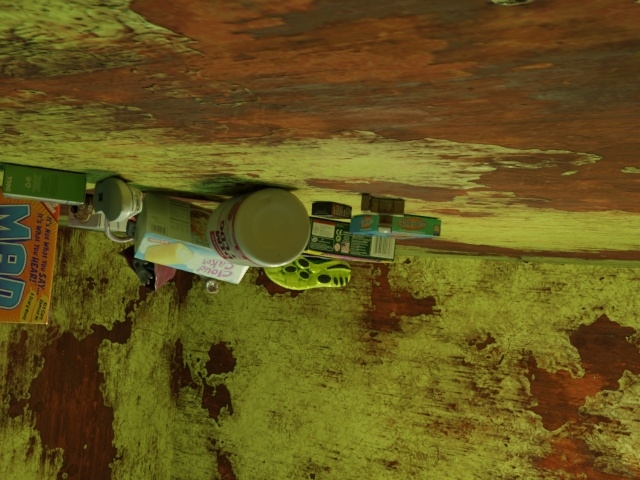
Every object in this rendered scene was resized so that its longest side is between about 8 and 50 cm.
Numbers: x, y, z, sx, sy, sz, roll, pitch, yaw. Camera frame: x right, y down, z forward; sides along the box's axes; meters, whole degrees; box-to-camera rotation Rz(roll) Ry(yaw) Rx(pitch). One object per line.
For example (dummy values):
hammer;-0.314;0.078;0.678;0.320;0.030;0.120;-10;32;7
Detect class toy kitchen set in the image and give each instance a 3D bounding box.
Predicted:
toy kitchen set;0.126;-0.053;1.404;0.083;0.068;0.075;4;176;10

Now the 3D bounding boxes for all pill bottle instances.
pill bottle;-0.146;-0.024;1.488;0.160;0.160;0.283;6;176;-24

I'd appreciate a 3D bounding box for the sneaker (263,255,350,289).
sneaker;-0.050;0.097;2.060;0.296;0.109;0.124;9;171;-35

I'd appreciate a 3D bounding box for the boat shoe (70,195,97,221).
boat shoe;-0.650;-0.094;1.888;0.060;0.064;0.178;12;167;-30

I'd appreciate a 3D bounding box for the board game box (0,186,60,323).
board game box;-0.949;0.036;1.947;0.357;0.356;0.356;6;177;-24

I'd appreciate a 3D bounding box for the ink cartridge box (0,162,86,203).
ink cartridge box;-0.591;-0.114;1.409;0.209;0.062;0.109;7;177;-23

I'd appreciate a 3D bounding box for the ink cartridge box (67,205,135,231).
ink cartridge box;-0.693;-0.070;2.198;0.128;0.072;0.175;4;176;21

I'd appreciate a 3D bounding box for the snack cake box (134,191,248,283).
snack cake box;-0.305;-0.006;1.661;0.264;0.089;0.152;17;-145;-25

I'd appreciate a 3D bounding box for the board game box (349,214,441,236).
board game box;0.189;-0.036;1.785;0.160;0.047;0.210;7;177;-21

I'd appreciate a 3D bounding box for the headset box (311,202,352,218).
headset box;0.023;-0.068;1.592;0.062;0.032;0.083;2;177;38

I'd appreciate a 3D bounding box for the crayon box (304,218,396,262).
crayon box;0.000;0.000;2.171;0.363;0.106;0.313;9;176;-42

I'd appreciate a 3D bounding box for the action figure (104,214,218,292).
action figure;-0.423;0.012;2.048;0.276;0.248;0.370;30;-154;22

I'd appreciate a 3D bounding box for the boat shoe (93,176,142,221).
boat shoe;-0.423;-0.090;1.482;0.084;0.095;0.258;2;-171;-29
